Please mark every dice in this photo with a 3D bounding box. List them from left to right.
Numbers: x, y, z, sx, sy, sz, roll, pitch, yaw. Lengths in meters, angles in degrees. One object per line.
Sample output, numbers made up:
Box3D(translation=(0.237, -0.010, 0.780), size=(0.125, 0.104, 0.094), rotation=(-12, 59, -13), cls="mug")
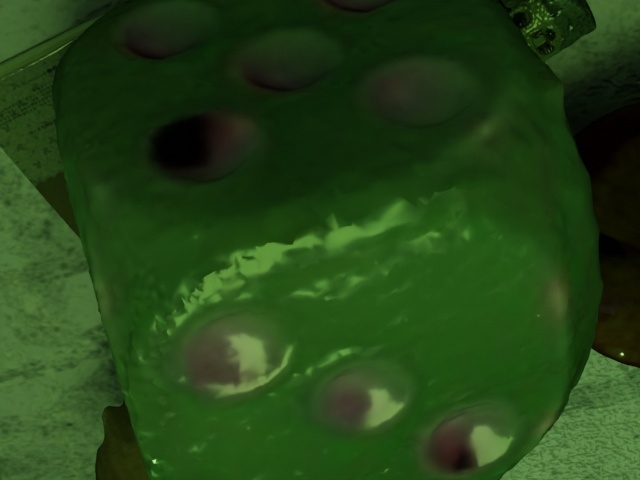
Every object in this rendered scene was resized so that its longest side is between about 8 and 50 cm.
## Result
Box3D(translation=(0.000, 0.000, 1.042), size=(0.330, 0.318, 0.322), rotation=(-14, 132, -8), cls="dice")

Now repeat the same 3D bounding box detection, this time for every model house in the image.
Box3D(translation=(0.163, -0.167, 1.111), size=(0.083, 0.066, 0.079), rotation=(-28, 133, 12), cls="model house")

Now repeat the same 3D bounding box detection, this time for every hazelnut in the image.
Box3D(translation=(0.288, -0.020, 1.179), size=(0.217, 0.217, 0.251), rotation=(20, 119, -28), cls="hazelnut")

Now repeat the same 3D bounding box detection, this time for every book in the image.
Box3D(translation=(-0.172, -0.079, 1.152), size=(0.138, 0.016, 0.199), rotation=(-25, 132, 10), cls="book")

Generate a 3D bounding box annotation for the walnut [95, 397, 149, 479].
Box3D(translation=(-0.076, 0.190, 1.298), size=(0.238, 0.141, 0.204), rotation=(-28, 99, -36), cls="walnut")
